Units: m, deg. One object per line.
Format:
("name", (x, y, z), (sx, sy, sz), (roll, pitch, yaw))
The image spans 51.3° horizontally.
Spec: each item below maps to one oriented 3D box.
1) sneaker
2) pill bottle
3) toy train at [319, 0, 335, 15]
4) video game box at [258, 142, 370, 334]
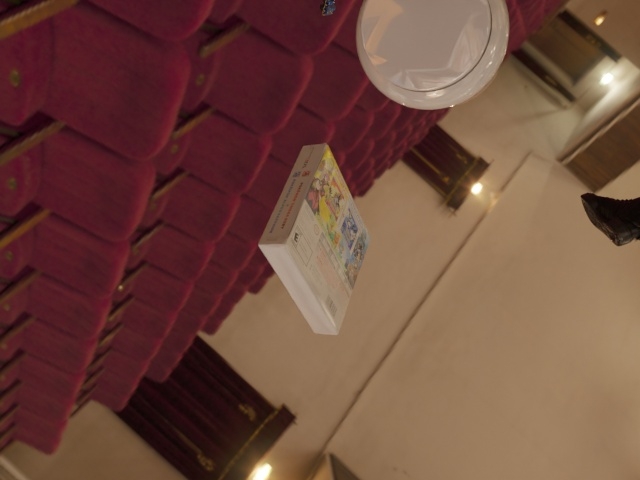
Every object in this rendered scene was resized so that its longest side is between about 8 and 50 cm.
("sneaker", (0.476, -0.040, 1.028), (0.089, 0.051, 0.170), (-25, -153, 9))
("pill bottle", (0.185, -0.326, 1.073), (0.229, 0.229, 0.408), (-49, 178, 18))
("toy train", (0.032, -0.563, 1.476), (0.027, 0.036, 0.158), (-25, 155, -33))
("video game box", (0.000, 0.000, 0.941), (0.205, 0.048, 0.187), (62, 40, -42))
